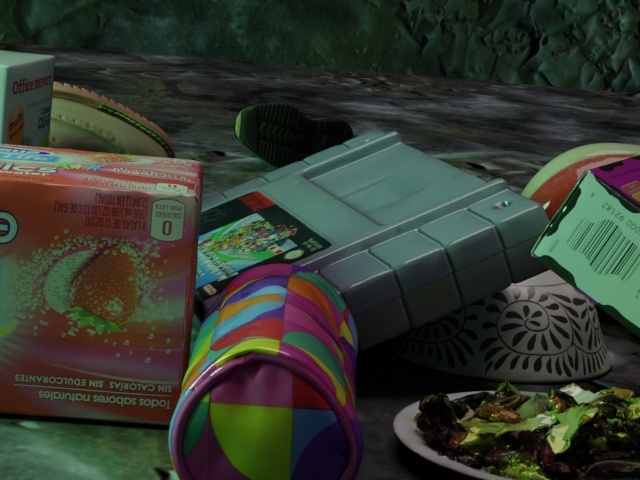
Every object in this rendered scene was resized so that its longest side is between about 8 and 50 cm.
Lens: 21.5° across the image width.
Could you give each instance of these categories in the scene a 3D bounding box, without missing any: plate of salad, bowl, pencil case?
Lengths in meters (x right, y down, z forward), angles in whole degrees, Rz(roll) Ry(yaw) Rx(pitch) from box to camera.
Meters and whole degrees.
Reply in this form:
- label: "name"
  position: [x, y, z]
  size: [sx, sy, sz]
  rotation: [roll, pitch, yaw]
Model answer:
- label: "plate of salad"
  position: [0.142, 0.108, 0.978]
  size: [0.200, 0.048, 0.200]
  rotation: [5, 11, -1]
- label: "bowl"
  position: [0.132, 0.043, 1.226]
  size: [0.170, 0.080, 0.170]
  rotation: [6, 11, -1]
- label: "pencil case"
  position: [-0.026, 0.082, 0.917]
  size: [0.104, 0.104, 0.236]
  rotation: [5, 13, 0]

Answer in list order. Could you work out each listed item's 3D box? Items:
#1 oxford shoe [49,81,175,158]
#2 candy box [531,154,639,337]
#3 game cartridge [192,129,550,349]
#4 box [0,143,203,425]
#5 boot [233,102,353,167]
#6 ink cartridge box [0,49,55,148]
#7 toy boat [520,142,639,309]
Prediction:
- label: "oxford shoe"
  position: [-0.302, -0.058, 1.528]
  size: [0.397, 0.140, 0.146]
  rotation: [4, 41, -32]
- label: "candy box"
  position: [0.265, 0.042, 1.066]
  size: [0.233, 0.071, 0.159]
  rotation: [38, 23, 18]
- label: "game cartridge"
  position: [0.000, 0.000, 1.232]
  size: [0.230, 0.068, 0.355]
  rotation: [-19, 16, -12]
- label: "box"
  position: [-0.226, 0.016, 1.032]
  size: [0.300, 0.142, 0.154]
  rotation: [5, 11, -4]
- label: "boot"
  position: [-0.072, -0.127, 2.074]
  size: [0.137, 0.077, 0.198]
  rotation: [8, -3, 39]
- label: "ink cartridge box"
  position: [-0.291, -0.065, 1.330]
  size: [0.127, 0.176, 0.128]
  rotation: [6, 11, 7]
- label: "toy boat"
  position: [0.266, 0.018, 1.343]
  size: [0.231, 0.151, 0.151]
  rotation: [4, 40, -3]
